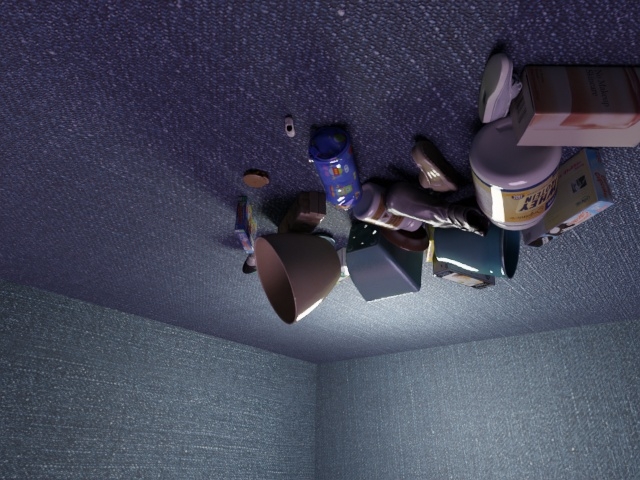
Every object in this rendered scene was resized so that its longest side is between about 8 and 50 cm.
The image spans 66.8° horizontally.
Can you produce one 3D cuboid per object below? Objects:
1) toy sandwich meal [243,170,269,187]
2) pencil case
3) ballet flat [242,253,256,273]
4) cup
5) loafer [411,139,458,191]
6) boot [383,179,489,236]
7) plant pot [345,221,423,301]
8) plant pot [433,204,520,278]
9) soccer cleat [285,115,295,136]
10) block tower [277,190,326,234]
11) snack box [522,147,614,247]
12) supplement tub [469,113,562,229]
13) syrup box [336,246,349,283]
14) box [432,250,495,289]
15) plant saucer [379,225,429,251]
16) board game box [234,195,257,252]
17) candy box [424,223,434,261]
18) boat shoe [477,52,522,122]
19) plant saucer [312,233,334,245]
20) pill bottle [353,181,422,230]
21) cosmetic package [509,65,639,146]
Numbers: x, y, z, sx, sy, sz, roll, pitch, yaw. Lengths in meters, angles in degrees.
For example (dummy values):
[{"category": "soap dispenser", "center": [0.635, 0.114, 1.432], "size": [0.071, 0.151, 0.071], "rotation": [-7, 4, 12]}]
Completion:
[{"category": "toy sandwich meal", "center": [-0.212, -0.204, 1.595], "size": [0.085, 0.029, 0.085], "rotation": [5, 157, 2]}, {"category": "pencil case", "center": [0.048, -0.210, 1.460], "size": [0.133, 0.119, 0.306], "rotation": [-26, 151, 0]}, {"category": "ballet flat", "center": [-0.242, 0.061, 2.088], "size": [0.280, 0.095, 0.096], "rotation": [-22, 137, 21]}, {"category": "cup", "center": [-0.066, 0.107, 1.752], "size": [0.237, 0.331, 0.331], "rotation": [-20, 163, -24]}, {"category": "loafer", "center": [0.337, -0.209, 1.476], "size": [0.092, 0.102, 0.268], "rotation": [-21, 148, 29]}, {"category": "boot", "center": [0.377, -0.103, 1.534], "size": [0.338, 0.118, 0.222], "rotation": [11, -176, -39]}, {"category": "plant pot", "center": [0.229, 0.054, 1.884], "size": [0.247, 0.247, 0.252], "rotation": [-17, 132, 33]}, {"category": "plant pot", "center": [0.555, -0.005, 1.739], "size": [0.255, 0.272, 0.271], "rotation": [2, 159, 34]}, {"category": "soccer cleat", "center": [-0.086, -0.311, 1.354], "size": [0.029, 0.036, 0.083], "rotation": [1, 154, 0]}, {"category": "block tower", "center": [-0.080, -0.065, 1.806], "size": [0.090, 0.097, 0.335], "rotation": [10, 151, -19]}, {"category": "snack box", "center": [0.759, -0.125, 1.538], "size": [0.060, 0.187, 0.322], "rotation": [8, 154, -15]}, {"category": "supplement tub", "center": [0.553, -0.182, 1.379], "size": [0.228, 0.228, 0.316], "rotation": [-9, 153, 19]}, {"category": "syrup box", "center": [0.080, 0.121, 2.182], "size": [0.093, 0.096, 0.237], "rotation": [16, 152, -27]}, {"category": "box", "center": [0.594, 0.088, 2.017], "size": [0.290, 0.169, 0.087], "rotation": [16, 153, -32]}, {"category": "plant saucer", "center": [0.312, -0.037, 1.764], "size": [0.198, 0.199, 0.036], "rotation": [10, 127, -17]}, {"category": "board game box", "center": [-0.271, -0.054, 1.783], "size": [0.035, 0.136, 0.201], "rotation": [-1, 154, 4]}, {"category": "candy box", "center": [0.426, -0.004, 1.898], "size": [0.027, 0.105, 0.206], "rotation": [-7, 154, 5]}, {"category": "boat shoe", "center": [0.440, -0.372, 1.177], "size": [0.081, 0.079, 0.227], "rotation": [-11, 158, 4]}, {"category": "plant saucer", "center": [0.000, 0.000, 2.017], "size": [0.119, 0.021, 0.119], "rotation": [1, 154, 1]}, {"category": "pill bottle", "center": [0.237, -0.107, 1.659], "size": [0.229, 0.131, 0.131], "rotation": [15, 151, -29]}, {"category": "cosmetic package", "center": [0.631, -0.323, 1.173], "size": [0.296, 0.153, 0.129], "rotation": [0, 155, 0]}]
